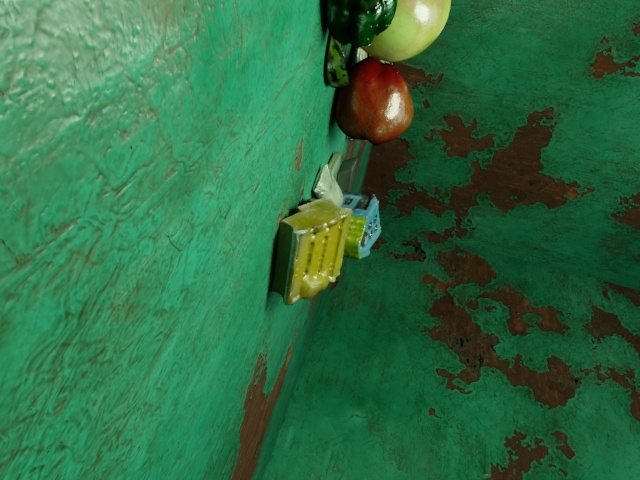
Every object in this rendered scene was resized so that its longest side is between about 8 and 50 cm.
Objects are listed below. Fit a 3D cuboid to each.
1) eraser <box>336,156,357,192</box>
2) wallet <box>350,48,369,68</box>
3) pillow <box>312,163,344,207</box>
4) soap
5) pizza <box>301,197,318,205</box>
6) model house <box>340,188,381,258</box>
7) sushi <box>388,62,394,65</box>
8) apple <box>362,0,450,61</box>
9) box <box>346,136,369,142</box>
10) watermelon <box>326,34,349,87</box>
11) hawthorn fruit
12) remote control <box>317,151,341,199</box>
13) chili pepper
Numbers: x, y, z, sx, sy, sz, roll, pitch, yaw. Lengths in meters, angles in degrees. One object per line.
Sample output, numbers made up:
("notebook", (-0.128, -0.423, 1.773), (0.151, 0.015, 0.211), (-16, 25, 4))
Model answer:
("eraser", (0.123, -0.277, 2.374), (0.352, 0.077, 0.111), (97, 14, -51))
("wallet", (0.173, -0.751, 1.788), (0.335, 0.068, 0.274), (-48, 151, -77))
("pillow", (0.034, -0.178, 1.761), (0.128, 0.051, 0.229), (-63, 149, -22))
("soap", (-0.032, 0.035, 1.443), (0.259, 0.143, 0.281), (-27, 141, -44))
("pizza", (-0.036, -0.043, 1.647), (0.365, 0.074, 0.182), (90, 14, -74))
("model house", (0.103, -0.042, 1.964), (0.303, 0.237, 0.215), (-57, 149, -41))
("sushi", (0.321, -0.931, 2.309), (0.127, 0.124, 0.225), (-32, 137, -80))
("apple", (0.219, -0.698, 1.360), (0.277, 0.319, 0.319), (-34, -150, 53))
("box", (0.234, -0.602, 2.236), (0.252, 0.153, 0.188), (-60, 163, -58))
("watermelon", (0.050, -0.534, 1.380), (0.245, 0.063, 0.119), (43, 44, -76))
("hawthorn fruit", (0.185, -0.491, 1.653), (0.311, 0.295, 0.295), (60, 33, -28))
("remote control", (0.036, -0.266, 1.877), (0.098, 0.038, 0.233), (96, 13, -48))
("chili pepper", (0.091, -0.605, 1.122), (0.165, 0.174, 0.261), (-47, 167, -13))
